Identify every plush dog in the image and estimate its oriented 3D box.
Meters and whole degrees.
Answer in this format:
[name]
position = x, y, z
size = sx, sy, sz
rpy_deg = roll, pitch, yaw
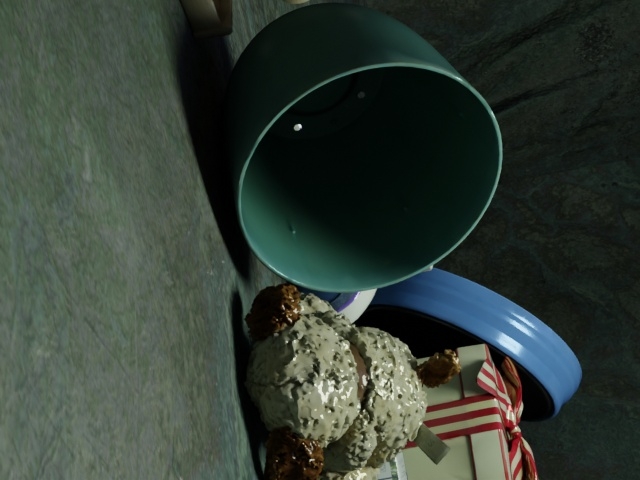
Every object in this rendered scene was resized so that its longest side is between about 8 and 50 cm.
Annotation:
[plush dog]
position = 0.010, 0.159, 1.615
size = 0.225, 0.211, 0.262
rpy_deg = 9, 66, -53

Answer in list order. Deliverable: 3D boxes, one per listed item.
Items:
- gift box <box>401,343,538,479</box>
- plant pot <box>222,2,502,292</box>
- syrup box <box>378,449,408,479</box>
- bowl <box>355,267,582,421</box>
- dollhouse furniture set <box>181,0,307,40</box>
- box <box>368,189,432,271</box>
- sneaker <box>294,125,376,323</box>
[gift box]
position = 0.183, 0.310, 2.243
size = 0.276, 0.258, 0.255
rpy_deg = 61, 20, -69
[plant pot]
position = 0.023, -0.127, 1.679
size = 0.235, 0.293, 0.293
rpy_deg = -115, -174, -50
[syrup box]
position = 0.079, 0.401, 1.987
size = 0.096, 0.093, 0.236
rpy_deg = 16, 63, -81
[bowl]
position = 0.230, 0.173, 2.463
size = 0.077, 0.391, 0.391
rpy_deg = -61, 155, -20
[dollhouse furniture set]
position = -0.039, -0.326, 1.596
size = 0.161, 0.242, 0.212
rpy_deg = 70, 13, -50
[box]
position = 0.091, -0.062, 1.883
size = 0.114, 0.103, 0.203
rpy_deg = 58, 34, -32
[sneaker]
position = -0.019, -0.072, 1.938
size = 0.236, 0.130, 0.322
rpy_deg = 46, 43, -42
